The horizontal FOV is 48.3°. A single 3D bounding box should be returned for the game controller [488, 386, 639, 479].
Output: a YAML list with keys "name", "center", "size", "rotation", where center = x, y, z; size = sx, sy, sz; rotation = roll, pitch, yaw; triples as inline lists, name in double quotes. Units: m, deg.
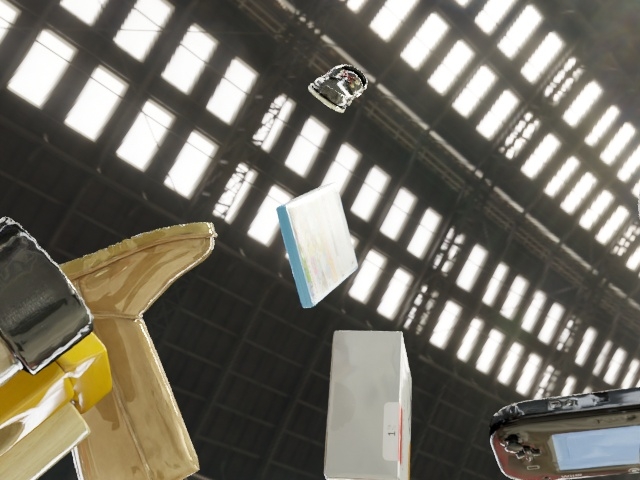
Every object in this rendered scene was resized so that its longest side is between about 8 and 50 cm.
- name: "game controller"
  center: [0.367, 0.231, 0.847]
  size: [0.320, 0.067, 0.166]
  rotation: [-11, -53, 17]

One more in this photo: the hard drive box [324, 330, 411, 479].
- name: "hard drive box"
  center: [0.070, 0.241, 0.951]
  size: [0.232, 0.089, 0.181]
  rotation: [67, -155, -63]

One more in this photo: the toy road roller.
- name: "toy road roller"
  center: [-0.303, 0.067, 0.510]
  size: [0.202, 0.240, 0.329]
  rotation: [-40, -14, -26]

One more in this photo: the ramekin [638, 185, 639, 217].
- name: "ramekin"
  center: [0.414, -0.046, 0.682]
  size: [0.109, 0.207, 0.207]
  rotation: [16, -79, -63]

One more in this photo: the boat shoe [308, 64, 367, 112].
- name: "boat shoe"
  center: [0.021, -0.175, 0.806]
  size: [0.049, 0.133, 0.042]
  rotation: [39, -68, 0]

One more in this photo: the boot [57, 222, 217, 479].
- name: "boot"
  center: [-0.191, 0.136, 0.807]
  size: [0.236, 0.089, 0.269]
  rotation: [-20, -94, 9]

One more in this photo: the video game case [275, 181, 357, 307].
- name: "video game case"
  center: [0.000, 0.000, 0.863]
  size: [0.166, 0.015, 0.119]
  rotation: [-33, -70, -65]
